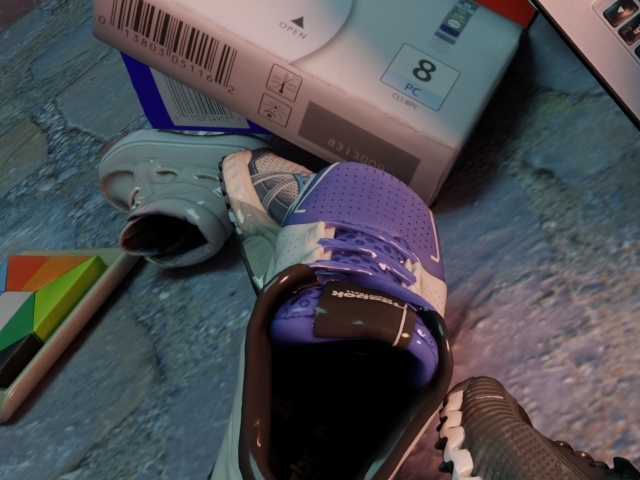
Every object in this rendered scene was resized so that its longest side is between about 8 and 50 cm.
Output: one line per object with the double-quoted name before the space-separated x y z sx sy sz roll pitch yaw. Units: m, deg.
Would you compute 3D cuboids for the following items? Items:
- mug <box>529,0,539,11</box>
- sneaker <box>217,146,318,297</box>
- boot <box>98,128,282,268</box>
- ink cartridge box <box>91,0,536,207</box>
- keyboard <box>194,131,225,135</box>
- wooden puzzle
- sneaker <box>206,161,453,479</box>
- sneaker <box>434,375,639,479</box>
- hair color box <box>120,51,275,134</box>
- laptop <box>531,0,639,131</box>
"mug" 0.278 -0.373 1.058 0.328 0.276 0.374 -23 18 -2
"sneaker" 0.000 0.000 0.996 0.122 0.110 0.283 -18 28 -4
"boot" -0.154 -0.037 1.220 0.258 0.095 0.123 -3 34 47
"ink cartridge box" 0.036 -0.239 1.106 0.385 0.308 0.091 -58 -7 -37
"keyboard" -0.074 -0.149 1.408 0.256 0.014 0.072 -39 26 -5
"wooden puzzle" -0.303 0.080 1.271 0.238 0.044 0.221 -7 39 46
"sneaker" 0.022 0.058 0.726 0.182 0.127 0.316 114 176 -48
"sneaker" 0.123 0.135 0.620 0.106 0.078 0.234 -26 28 8
"hair color box" -0.009 -0.230 1.264 0.185 0.110 0.339 7 36 43
"laptop" 0.352 -0.180 0.690 0.382 0.408 0.236 -37 -8 -3
